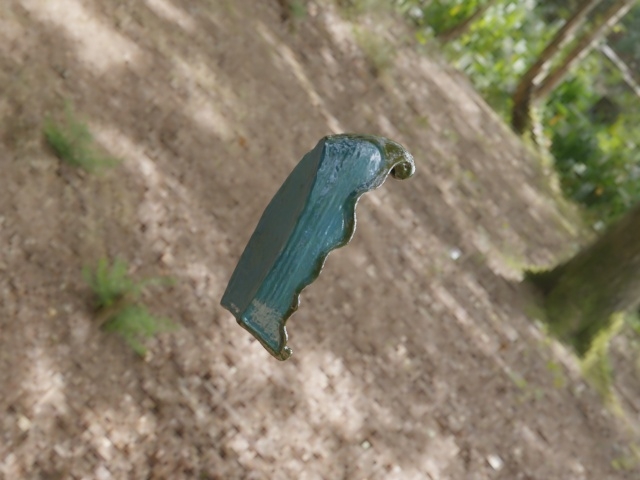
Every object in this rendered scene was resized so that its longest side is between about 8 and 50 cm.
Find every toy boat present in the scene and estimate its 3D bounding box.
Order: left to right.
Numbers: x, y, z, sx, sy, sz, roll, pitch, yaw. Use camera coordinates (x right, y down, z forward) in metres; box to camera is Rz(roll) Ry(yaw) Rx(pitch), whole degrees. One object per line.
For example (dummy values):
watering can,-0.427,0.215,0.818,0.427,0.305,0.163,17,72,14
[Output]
toy boat,0.000,0.000,0.994,0.077,0.185,0.075,29,-1,-24
